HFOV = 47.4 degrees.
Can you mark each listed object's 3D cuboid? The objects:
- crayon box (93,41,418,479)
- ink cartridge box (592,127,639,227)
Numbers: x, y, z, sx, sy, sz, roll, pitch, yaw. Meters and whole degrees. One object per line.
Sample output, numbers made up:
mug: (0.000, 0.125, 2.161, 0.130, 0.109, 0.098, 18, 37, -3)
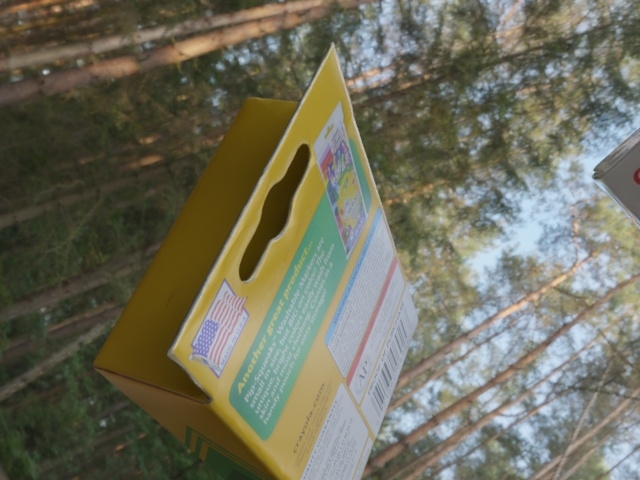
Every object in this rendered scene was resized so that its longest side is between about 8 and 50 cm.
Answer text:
crayon box: (-0.023, 0.053, 0.499, 0.083, 0.203, 0.323, 12, -30, 24)
ink cartridge box: (0.487, -0.035, 0.789, 0.226, 0.131, 0.306, -45, -95, 15)
